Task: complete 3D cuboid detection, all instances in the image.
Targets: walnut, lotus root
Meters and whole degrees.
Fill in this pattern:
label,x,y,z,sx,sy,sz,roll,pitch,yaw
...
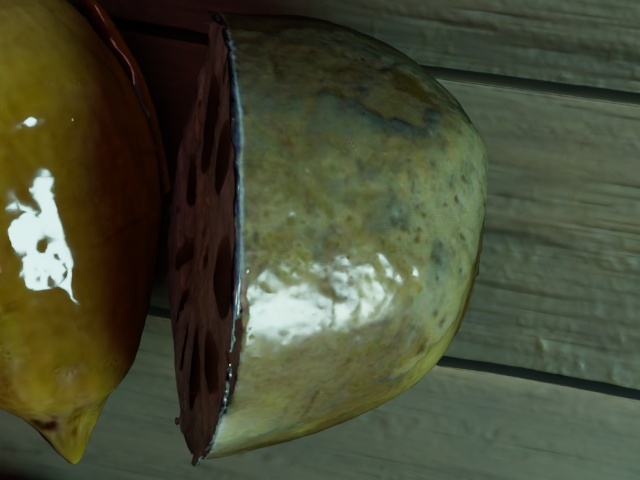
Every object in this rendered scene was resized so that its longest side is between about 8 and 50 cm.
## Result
label,x,y,z,sx,sy,sz,roll,pitch,yaw
walnut,-0.202,-0.011,0.847,0.209,0.209,0.336,-8,97,14
lotus root,0.000,0.000,0.791,0.192,0.272,0.272,1,101,-22
